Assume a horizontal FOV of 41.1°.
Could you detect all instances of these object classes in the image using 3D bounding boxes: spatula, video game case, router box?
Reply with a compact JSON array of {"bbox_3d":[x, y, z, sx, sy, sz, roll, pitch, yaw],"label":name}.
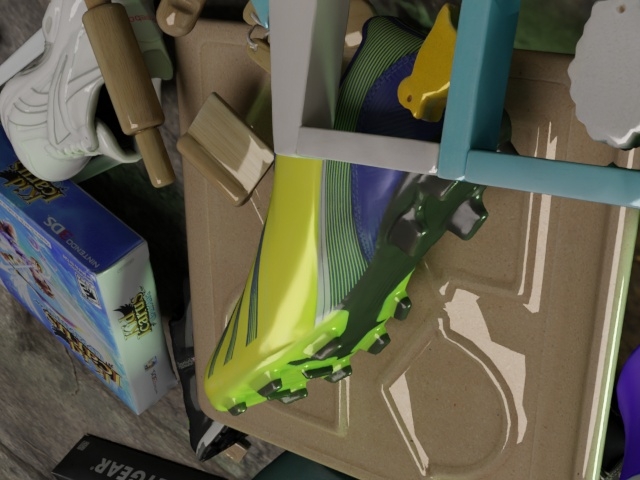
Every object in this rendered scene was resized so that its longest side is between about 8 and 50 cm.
[{"bbox_3d":[-0.270,-0.111,0.820,0.242,0.019,0.168,-16,116,48],"label":"spatula"},{"bbox_3d":[-0.265,0.021,0.855,0.269,0.061,0.244,36,150,25],"label":"video game case"},{"bbox_3d":[-0.227,0.428,1.275,0.308,0.081,0.243,6,131,37],"label":"router box"}]

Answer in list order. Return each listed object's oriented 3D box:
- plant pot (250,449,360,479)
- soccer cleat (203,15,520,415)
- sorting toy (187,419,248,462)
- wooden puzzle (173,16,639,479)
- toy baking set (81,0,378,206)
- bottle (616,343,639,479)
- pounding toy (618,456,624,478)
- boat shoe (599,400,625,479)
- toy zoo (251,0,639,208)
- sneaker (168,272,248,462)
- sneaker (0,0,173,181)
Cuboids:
[{"bbox_3d":[0.030,0.294,0.804,0.290,0.290,0.196,19,102,25],"label":"plant pot"},{"bbox_3d":[0.001,0.000,0.505,0.121,0.093,0.289,56,132,23],"label":"soccer cleat"},{"bbox_3d":[-0.128,0.242,1.061,0.083,0.012,0.062,34,147,2],"label":"sorting toy"},{"bbox_3d":[0.042,0.020,0.587,0.347,0.080,0.322,16,117,34],"label":"wooden puzzle"},{"bbox_3d":[-0.069,-0.153,0.532,0.196,0.030,0.256,-22,93,26],"label":"toy baking set"},{"bbox_3d":[0.189,0.022,0.350,0.092,0.283,0.118,13,136,31],"label":"bottle"},{"bbox_3d":[0.298,0.125,0.515,0.181,0.094,0.206,50,141,-14],"label":"pounding toy"},{"bbox_3d":[0.225,0.163,0.630,0.079,0.084,0.233,-10,126,40],"label":"boat shoe"},{"bbox_3d":[0.075,-0.117,0.342,0.293,0.030,0.192,13,100,37],"label":"toy zoo"},{"bbox_3d":[-0.098,0.119,0.866,0.124,0.107,0.283,50,146,20],"label":"sneaker"},{"bbox_3d":[-0.181,-0.096,0.664,0.232,0.090,0.115,-46,67,50],"label":"sneaker"}]
